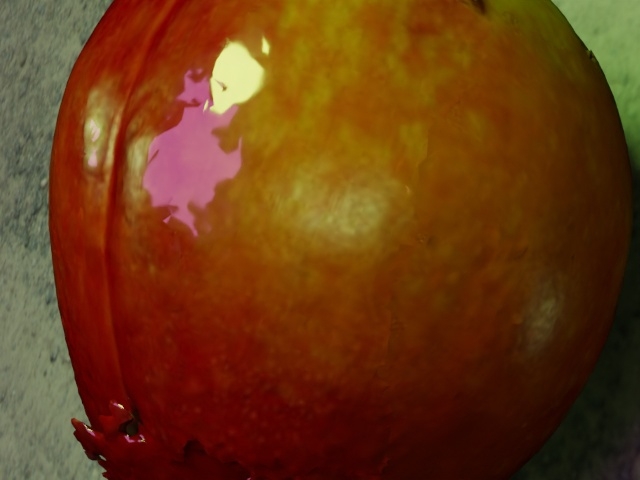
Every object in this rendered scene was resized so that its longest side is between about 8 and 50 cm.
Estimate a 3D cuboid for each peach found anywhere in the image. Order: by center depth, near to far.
[{"bbox_3d":[0.000,0.000,0.805,0.370,0.370,0.370,-22,61,49],"label":"peach"}]
